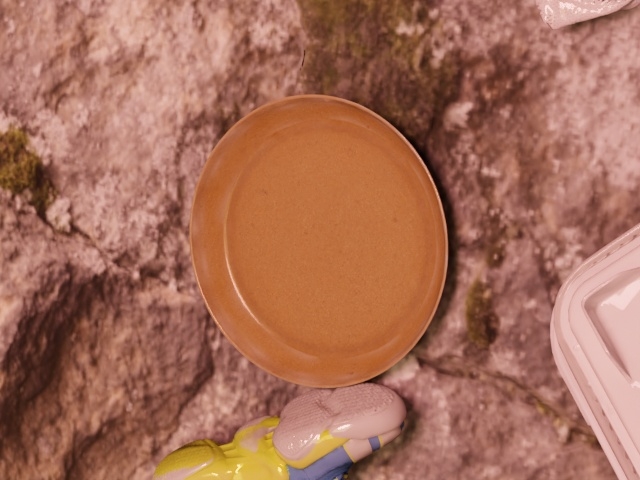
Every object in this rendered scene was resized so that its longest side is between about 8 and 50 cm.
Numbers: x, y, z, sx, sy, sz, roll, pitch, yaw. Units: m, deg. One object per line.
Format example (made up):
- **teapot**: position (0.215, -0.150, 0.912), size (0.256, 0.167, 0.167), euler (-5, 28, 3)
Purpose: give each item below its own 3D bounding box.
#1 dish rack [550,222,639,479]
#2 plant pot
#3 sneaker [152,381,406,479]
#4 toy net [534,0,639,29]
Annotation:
- **dish rack**: position (0.280, 0.083, 0.712), size (0.285, 0.072, 0.332), euler (-36, 59, 19)
- **plant pot**: position (0.000, 0.000, 1.115), size (0.236, 0.032, 0.236), euler (4, 99, 28)
- **sneaker**: position (-0.017, 0.201, 1.131), size (0.240, 0.091, 0.126), euler (-20, 104, 29)
- **toy net**: position (0.249, -0.224, 0.948), size (0.122, 0.045, 0.232), euler (48, 117, 11)
